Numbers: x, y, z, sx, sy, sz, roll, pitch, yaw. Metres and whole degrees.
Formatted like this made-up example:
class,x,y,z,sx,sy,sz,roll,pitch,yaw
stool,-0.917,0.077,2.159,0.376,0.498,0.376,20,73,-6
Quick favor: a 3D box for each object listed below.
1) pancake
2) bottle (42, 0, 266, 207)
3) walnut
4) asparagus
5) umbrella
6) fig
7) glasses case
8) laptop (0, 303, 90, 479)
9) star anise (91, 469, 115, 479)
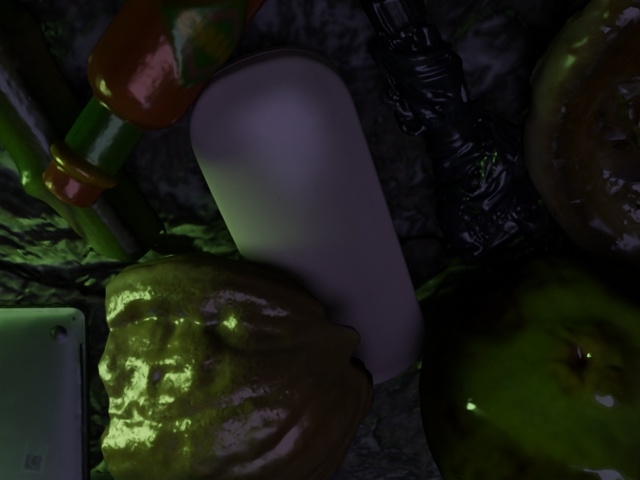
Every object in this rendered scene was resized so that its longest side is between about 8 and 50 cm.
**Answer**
class,x,y,z,sx,sy,sz,roll,pitch,yaw
pancake,0.308,-0.080,0.441,0.356,0.065,0.356,10,139,9
bottle,-0.104,-0.102,0.406,0.069,0.069,0.187,33,99,-25
walnut,-0.071,0.132,0.497,0.204,0.141,0.238,14,135,10
asparagus,-0.193,-0.097,0.429,0.067,0.060,0.277,-31,123,-8
umbrella,0.095,-0.080,0.471,0.080,0.071,0.224,-30,121,5
fig,0.204,0.138,0.535,0.239,0.239,0.271,-26,147,9
glasses case,0.000,0.000,0.506,0.113,0.075,0.296,-18,124,5
laptop,-0.286,0.186,0.548,0.188,0.015,0.269,0,93,-7
star anise,-0.281,0.269,0.638,0.236,0.093,0.229,16,125,-13
